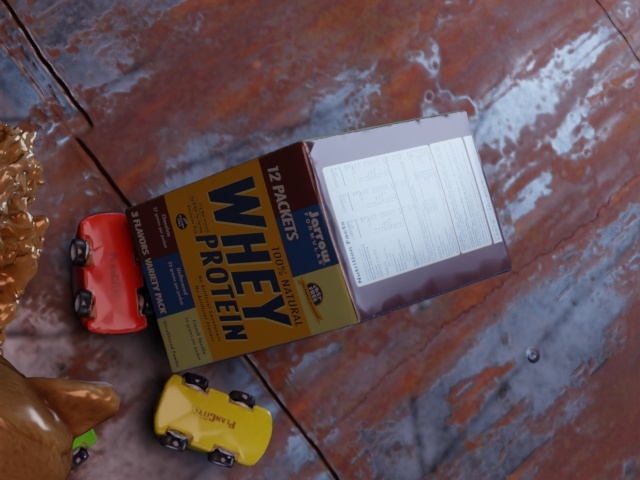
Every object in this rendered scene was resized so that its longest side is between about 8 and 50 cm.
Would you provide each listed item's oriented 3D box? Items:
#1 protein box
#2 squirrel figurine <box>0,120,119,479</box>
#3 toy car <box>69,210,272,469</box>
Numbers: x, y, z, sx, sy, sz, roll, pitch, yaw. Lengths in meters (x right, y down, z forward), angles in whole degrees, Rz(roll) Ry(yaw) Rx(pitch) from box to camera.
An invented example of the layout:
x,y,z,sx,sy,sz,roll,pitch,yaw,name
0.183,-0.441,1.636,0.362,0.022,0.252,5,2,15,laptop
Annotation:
x,y,z,sx,sy,sz,roll,pitch,yaw,name
0.000,0.000,1.190,0.201,0.200,0.136,-15,88,-49,protein box
-0.309,0.051,0.962,0.370,0.397,0.281,46,61,-2,squirrel figurine
-0.181,0.125,1.200,0.225,0.053,0.239,-38,97,-25,toy car
